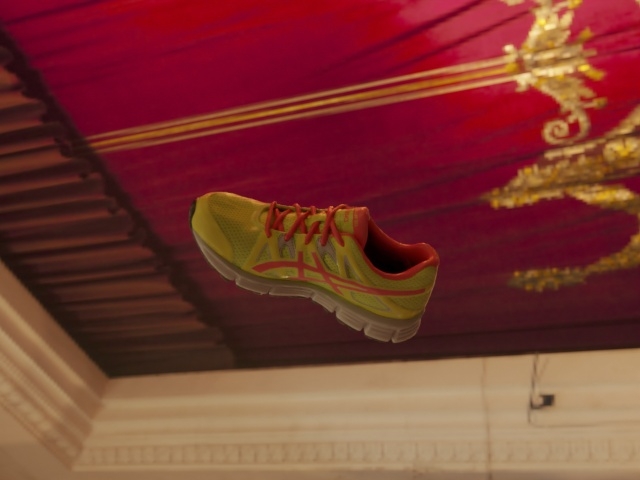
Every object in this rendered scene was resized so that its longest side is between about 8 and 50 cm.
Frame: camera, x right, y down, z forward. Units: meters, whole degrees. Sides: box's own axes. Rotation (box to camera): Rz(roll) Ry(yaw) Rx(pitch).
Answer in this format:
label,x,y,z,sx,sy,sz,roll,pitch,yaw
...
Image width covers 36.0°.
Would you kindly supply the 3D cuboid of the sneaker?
label,x,y,z,sx,sy,sz,roll,pitch,yaw
sneaker,0.000,0.000,0.778,0.209,0.094,0.081,21,-140,-10
